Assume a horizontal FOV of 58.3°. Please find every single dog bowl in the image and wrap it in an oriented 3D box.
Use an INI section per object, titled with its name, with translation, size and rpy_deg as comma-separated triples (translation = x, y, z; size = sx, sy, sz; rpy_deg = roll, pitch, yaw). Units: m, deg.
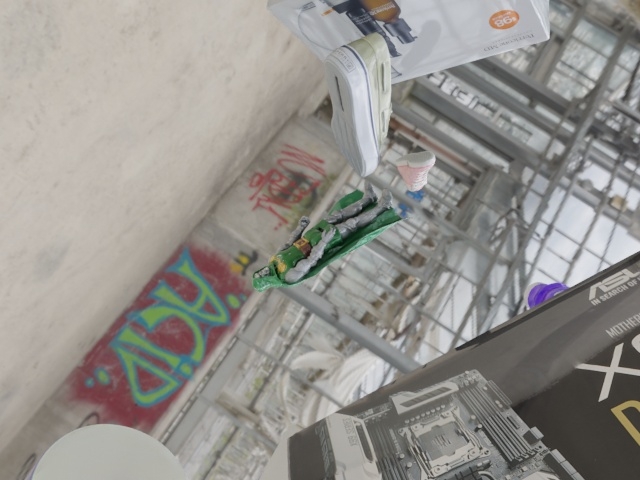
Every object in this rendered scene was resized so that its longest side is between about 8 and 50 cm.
[dog bowl]
translation = -0.333, 0.424, 0.888
size = 0.104, 0.265, 0.265
rpy_deg = -52, 179, 23

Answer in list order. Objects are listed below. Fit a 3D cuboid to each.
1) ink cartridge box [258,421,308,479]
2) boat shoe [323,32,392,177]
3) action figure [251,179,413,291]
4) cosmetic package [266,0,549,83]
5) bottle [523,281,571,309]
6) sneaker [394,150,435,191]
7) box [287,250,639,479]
[ink cartridge box]
translation = -0.012, 0.311, 0.568
size = 0.154, 0.093, 0.212
rpy_deg = 5, -119, 54
[boat shoe]
translation = 0.078, -0.211, 0.958
size = 0.094, 0.109, 0.302
rpy_deg = -33, 157, -8
[action figure]
translation = 0.000, 0.000, 0.813
size = 0.232, 0.064, 0.137
rpy_deg = -37, -147, -16
[cosmetic package]
translation = 0.146, -0.391, 0.944
size = 0.284, 0.377, 0.098
rpy_deg = 25, 64, -50
[bottle]
translation = 0.499, 0.142, 1.123
size = 0.283, 0.118, 0.092
rpy_deg = -143, -121, -77
[sneaker]
translation = 0.193, -0.131, 1.110
size = 0.051, 0.070, 0.134
rpy_deg = -27, -167, -11
[box]
translation = 0.132, 0.144, 0.305
size = 0.307, 0.077, 0.242
rpy_deg = -30, -157, 9
